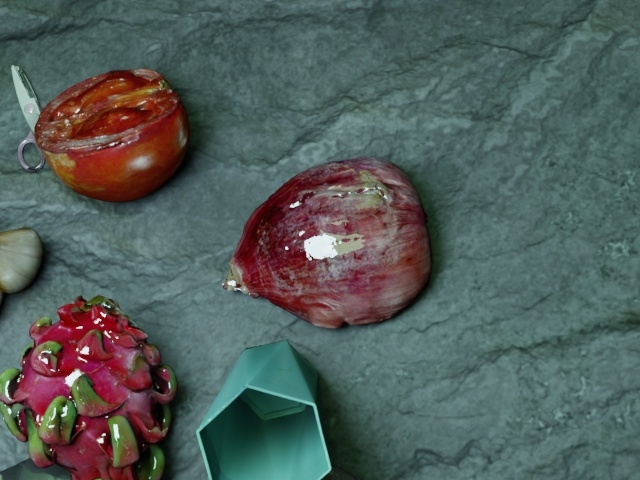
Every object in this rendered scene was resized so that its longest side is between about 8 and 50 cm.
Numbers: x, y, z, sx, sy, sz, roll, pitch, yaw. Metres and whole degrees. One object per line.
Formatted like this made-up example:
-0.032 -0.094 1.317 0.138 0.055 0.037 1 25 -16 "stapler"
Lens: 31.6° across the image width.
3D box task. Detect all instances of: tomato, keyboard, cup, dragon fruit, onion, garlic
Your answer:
-0.275 -0.129 1.537 0.200 0.139 0.233 -19 31 -7 "tomato"
-0.365 0.313 1.428 0.196 0.015 0.074 -24 69 -1 "keyboard"
-0.063 0.199 1.302 0.148 0.235 0.134 19 100 -5 "cup"
-0.261 0.207 1.362 0.198 0.218 0.273 -38 92 9 "dragon fruit"
0.000 0.000 1.448 0.283 0.120 0.227 -20 60 1 "onion"
-0.483 0.051 1.487 0.214 0.191 0.160 8 93 0 "garlic"

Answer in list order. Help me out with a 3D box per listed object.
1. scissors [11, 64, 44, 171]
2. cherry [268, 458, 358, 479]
-0.418 -0.184 1.645 0.085 0.022 0.176 -26 68 3 "scissors"
-0.024 0.342 1.318 0.148 0.115 0.188 30 110 -3 "cherry"
